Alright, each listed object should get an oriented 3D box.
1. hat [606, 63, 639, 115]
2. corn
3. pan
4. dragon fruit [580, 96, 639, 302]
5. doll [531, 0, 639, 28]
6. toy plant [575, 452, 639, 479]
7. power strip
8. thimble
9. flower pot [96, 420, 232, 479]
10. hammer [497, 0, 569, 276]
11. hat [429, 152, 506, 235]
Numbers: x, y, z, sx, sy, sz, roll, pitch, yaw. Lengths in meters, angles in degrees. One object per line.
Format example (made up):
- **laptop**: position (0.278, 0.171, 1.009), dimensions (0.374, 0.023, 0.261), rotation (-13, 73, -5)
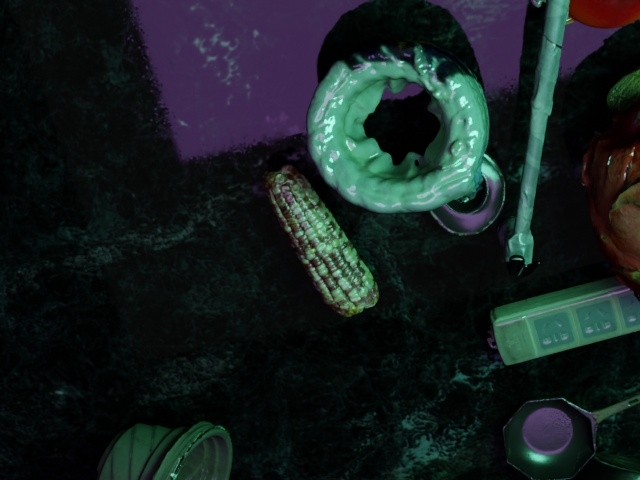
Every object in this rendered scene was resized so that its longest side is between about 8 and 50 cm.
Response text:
- **hat**: position (0.433, -0.217, 1.739), dimensions (0.146, 0.067, 0.146), rotation (-3, 155, -1)
- **corn**: position (0.000, 0.000, 1.850), dimensions (0.079, 0.079, 0.237), rotation (-26, 107, 13)
- **pan**: position (0.364, 0.275, 1.953), dimensions (0.202, 0.048, 0.128), rotation (-5, 109, 10)
- **dragon fruit**: position (0.469, -0.045, 1.689), dimensions (0.295, 0.295, 0.302), rotation (-31, 117, 15)
- **doll**: position (0.332, -0.344, 1.677), dimensions (0.217, 0.085, 0.183), rotation (25, 113, 12)
- **toy plant**: position (0.418, 0.431, 1.955), dimensions (0.175, 0.218, 0.235), rotation (11, 92, -28)
- **power strip**: position (0.361, 0.103, 1.883), dimensions (0.272, 0.052, 0.078), rotation (-15, 111, 10)
- **thimble**: position (0.107, -0.137, 1.716), dimensions (0.237, 0.150, 0.237), rotation (2, 98, 14)
- **flower pot**: position (-0.237, 0.352, 1.957), dimensions (0.140, 0.235, 0.235), rotation (17, 115, 19)
- **hammer**: position (0.272, -0.152, 1.721), dimensions (0.044, 0.152, 0.427), rotation (5, 114, 1)
- **hat**: position (0.190, -0.068, 1.818), dimensions (0.121, 0.050, 0.121), rotation (1, 104, 2)
